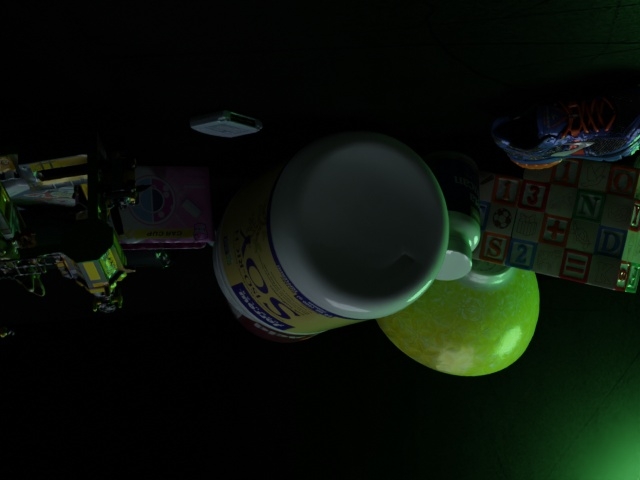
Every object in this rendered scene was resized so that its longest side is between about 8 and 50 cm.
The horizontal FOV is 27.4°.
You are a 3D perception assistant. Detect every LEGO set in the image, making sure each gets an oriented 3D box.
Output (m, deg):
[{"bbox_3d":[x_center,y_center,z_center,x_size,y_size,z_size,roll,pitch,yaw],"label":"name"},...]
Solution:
[{"bbox_3d":[-0.360,0.010,1.579,0.331,0.255,0.192,-15,145,-2],"label":"LEGO set"}]

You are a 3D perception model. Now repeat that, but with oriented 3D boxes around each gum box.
[{"bbox_3d":[-0.237,-0.045,1.797,0.188,0.107,0.062,-1,171,-23],"label":"gum box"}]

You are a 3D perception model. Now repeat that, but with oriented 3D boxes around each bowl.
[{"bbox_3d":[0.230,0.054,2.091,0.289,0.289,0.156,-2,144,-19],"label":"bowl"}]

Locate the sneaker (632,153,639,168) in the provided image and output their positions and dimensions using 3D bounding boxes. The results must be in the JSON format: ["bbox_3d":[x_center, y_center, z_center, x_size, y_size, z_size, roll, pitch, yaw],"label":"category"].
[{"bbox_3d":[0.502,-0.060,1.983,0.083,0.084,0.215,24,165,24],"label":"sneaker"}]

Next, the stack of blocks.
[{"bbox_3d":[0.318,-0.039,1.889,0.297,0.171,0.087,12,-178,33],"label":"stack of blocks"}]

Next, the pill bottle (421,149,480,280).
[{"bbox_3d":[0.172,-0.033,1.803,0.094,0.169,0.094,2,143,2],"label":"pill bottle"}]

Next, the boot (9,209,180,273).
[{"bbox_3d":[-0.328,-0.002,1.919,0.207,0.094,0.246,-3,179,16],"label":"boot"}]

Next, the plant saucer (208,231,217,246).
[{"bbox_3d":[-0.161,-0.002,2.462,0.119,0.021,0.119,-4,172,-1],"label":"plant saucer"}]

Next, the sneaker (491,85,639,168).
[{"bbox_3d":[0.297,-0.134,1.557,0.221,0.083,0.087,-16,158,42],"label":"sneaker"}]

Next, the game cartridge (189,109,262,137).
[{"bbox_3d":[-0.113,-0.136,1.539,0.056,0.017,0.083,-13,169,29],"label":"game cartridge"}]

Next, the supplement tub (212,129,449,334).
[{"bbox_3d":[0.000,0.000,1.760,0.241,0.241,0.331,-1,171,-22],"label":"supplement tub"}]

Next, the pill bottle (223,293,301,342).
[{"bbox_3d":[-0.047,0.053,2.181,0.224,0.224,0.392,-3,172,-10],"label":"pill bottle"}]

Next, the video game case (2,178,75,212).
[{"bbox_3d":[-0.380,-0.066,1.878,0.201,0.023,0.183,2,170,-38],"label":"video game case"}]
